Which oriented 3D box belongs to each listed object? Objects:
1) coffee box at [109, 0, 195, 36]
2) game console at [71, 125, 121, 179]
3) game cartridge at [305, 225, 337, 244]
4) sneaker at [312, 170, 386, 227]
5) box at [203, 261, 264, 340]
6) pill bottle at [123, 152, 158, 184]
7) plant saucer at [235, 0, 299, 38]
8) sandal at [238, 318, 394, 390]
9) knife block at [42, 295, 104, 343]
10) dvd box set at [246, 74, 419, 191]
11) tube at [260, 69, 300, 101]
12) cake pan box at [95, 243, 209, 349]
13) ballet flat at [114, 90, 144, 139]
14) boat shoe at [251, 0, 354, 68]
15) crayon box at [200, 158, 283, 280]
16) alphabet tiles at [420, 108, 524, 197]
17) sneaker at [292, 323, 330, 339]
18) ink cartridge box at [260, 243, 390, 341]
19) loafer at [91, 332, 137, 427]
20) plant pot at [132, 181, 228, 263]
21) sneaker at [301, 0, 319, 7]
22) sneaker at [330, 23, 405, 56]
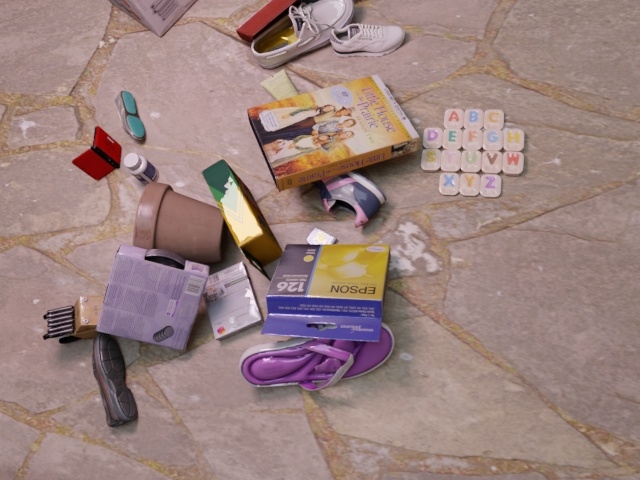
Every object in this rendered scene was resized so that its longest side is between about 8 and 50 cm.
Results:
[{"bbox_3d":[-0.623,-0.997,1.887,0.334,0.337,0.338,39,84,22],"label":"coffee box"},{"bbox_3d":[-0.725,-0.282,1.772,0.085,0.144,0.124,-6,71,10],"label":"game console"},{"bbox_3d":[0.000,0.000,1.581,0.083,0.017,0.056,28,83,20],"label":"game cartridge"},{"bbox_3d":[0.026,-0.157,1.576,0.319,0.112,0.131,32,78,22],"label":"sneaker"},{"bbox_3d":[-0.258,0.174,1.569,0.145,0.038,0.186,-24,67,4],"label":"box"},{"bbox_3d":[-0.571,-0.230,1.732,0.067,0.120,0.067,-4,71,11],"label":"pill bottle"},{"bbox_3d":[-0.152,-0.730,1.758,0.259,0.258,0.048,-38,105,6],"label":"plant saucer"},{"bbox_3d":[-0.009,0.318,1.392,0.416,0.102,0.169,-16,113,11],"label":"sandal"},{"bbox_3d":[-0.671,0.241,1.628,0.276,0.242,0.088,3,66,-34],"label":"knife block"},{"bbox_3d":[0.030,-0.319,1.570,0.420,0.062,0.307,-17,55,-9],"label":"dvd box set"},{"bbox_3d":[-0.099,-0.454,1.740,0.240,0.070,0.062,55,133,27],"label":"tube"},{"bbox_3d":[-0.453,0.154,1.480,0.246,0.070,0.267,15,112,-17],"label":"cake pan box"},{"bbox_3d":[-0.650,-0.412,1.851,0.068,0.072,0.213,-35,64,29],"label":"ballet flat"},{"bbox_3d":[-0.062,-0.684,1.730,0.367,0.156,0.136,-25,87,7],"label":"boat shoe"},{"bbox_3d":[-0.208,-0.054,1.549,0.081,0.202,0.318,-30,69,2],"label":"crayon box"},{"bbox_3d":[0.435,-0.257,1.566,0.284,0.021,0.278,5,73,15],"label":"alphabet tiles"},{"bbox_3d":[0.026,0.205,1.469,0.236,0.095,0.104,-19,61,7],"label":"sneaker"},{"bbox_3d":[0.020,0.122,1.428,0.303,0.072,0.307,1,36,12],"label":"ink cartridge box"},{"bbox_3d":[-0.606,0.397,1.546,0.084,0.096,0.267,-30,71,13],"label":"loafer"},{"bbox_3d":[-0.391,-0.028,1.573,0.229,0.263,0.263,7,73,-3],"label":"plant pot"},{"bbox_3d":[0.066,-0.847,1.783,0.296,0.147,0.104,-9,72,11],"label":"sneaker"},{"bbox_3d":[0.148,-0.642,1.723,0.235,0.095,0.090,-7,69,9],"label":"sneaker"}]
